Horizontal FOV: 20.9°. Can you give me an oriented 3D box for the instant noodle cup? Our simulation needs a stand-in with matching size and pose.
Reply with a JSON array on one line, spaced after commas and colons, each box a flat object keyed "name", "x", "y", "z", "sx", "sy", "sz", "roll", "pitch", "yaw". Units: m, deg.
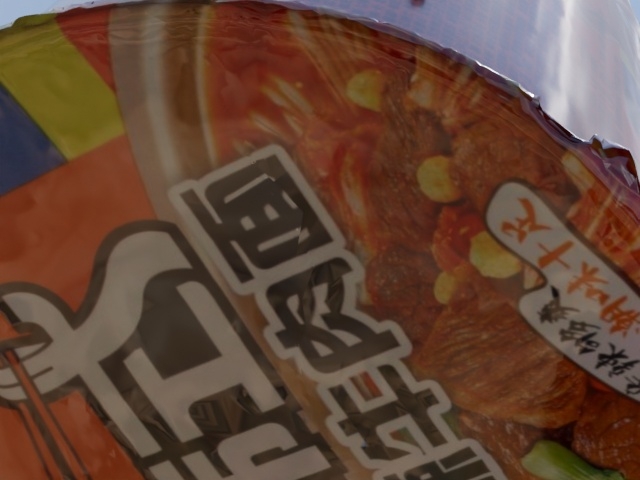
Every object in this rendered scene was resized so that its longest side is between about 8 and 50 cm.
[{"name": "instant noodle cup", "x": 0.000, "y": 0.000, "z": 0.524, "sx": 0.192, "sy": 0.250, "sz": 0.250, "roll": -70, "pitch": 172, "yaw": -55}]
